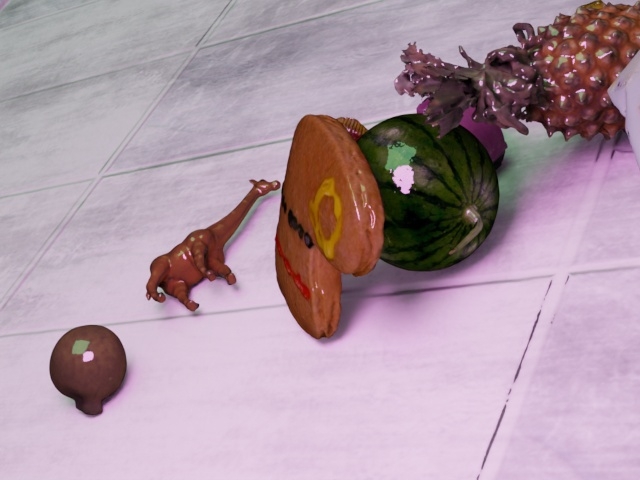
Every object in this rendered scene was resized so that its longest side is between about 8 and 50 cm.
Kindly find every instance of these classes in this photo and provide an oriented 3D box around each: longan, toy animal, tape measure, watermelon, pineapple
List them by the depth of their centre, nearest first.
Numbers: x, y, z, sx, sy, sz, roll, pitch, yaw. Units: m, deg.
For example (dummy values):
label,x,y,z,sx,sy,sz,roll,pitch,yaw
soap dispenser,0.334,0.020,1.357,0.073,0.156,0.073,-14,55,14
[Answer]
label,x,y,z,sx,sy,sz,roll,pitch,yaw
pineapple,0.262,-0.192,1.538,0.361,0.175,0.175,-7,25,-16
watermelon,0.126,-0.056,1.546,0.188,0.188,0.215,-44,35,-21
tape measure,0.181,-0.141,1.697,0.074,0.118,0.125,-43,35,-16
longan,-0.304,0.170,1.708,0.106,0.106,0.119,-11,77,32
toy animal,-0.146,0.001,1.838,0.224,0.066,0.229,-29,25,5

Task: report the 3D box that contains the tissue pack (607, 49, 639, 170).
label,x,y,z,sx,sy,sz,roll,pitch,yaw
tissue pack,0.476,-0.197,1.290,0.388,0.162,0.287,-54,21,32

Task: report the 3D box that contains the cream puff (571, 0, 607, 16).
label,x,y,z,sx,sy,sz,roll,pitch,yaw
cream puff,0.371,-0.298,1.812,0.083,0.058,0.083,-30,28,6

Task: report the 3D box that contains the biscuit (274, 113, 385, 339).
label,x,y,z,sx,sy,sz,roll,pitch,yaw
biscuit,-0.002,0.000,1.537,0.052,0.277,0.262,-1,37,-18

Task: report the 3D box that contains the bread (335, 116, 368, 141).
label,x,y,z,sx,sy,sz,roll,pitch,yaw
bread,0.034,-0.130,1.849,0.085,0.085,0.053,-16,27,26

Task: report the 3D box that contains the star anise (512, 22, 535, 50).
label,x,y,z,sx,sy,sz,roll,pitch,yaw
star anise,0.311,-0.264,1.775,0.148,0.218,0.227,14,54,-4
